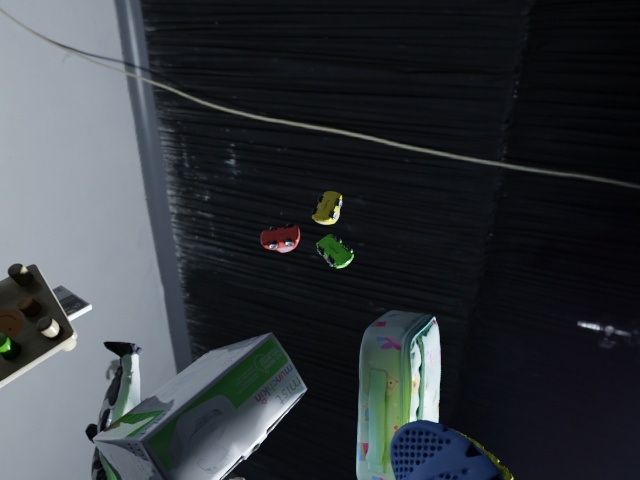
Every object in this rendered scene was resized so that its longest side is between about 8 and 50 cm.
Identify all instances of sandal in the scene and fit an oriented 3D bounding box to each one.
[{"bbox_3d":[0.157,0.315,0.483,0.138,0.317,0.126,30,104,-34],"label":"sandal"}]

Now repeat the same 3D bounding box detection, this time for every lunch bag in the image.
[{"bbox_3d":[0.138,0.272,0.811,0.224,0.108,0.279,-7,98,-67],"label":"lunch bag"}]

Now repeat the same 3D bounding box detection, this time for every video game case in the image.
[{"bbox_3d":[-0.865,0.225,1.504,0.190,0.173,0.022,-35,137,-46],"label":"video game case"}]

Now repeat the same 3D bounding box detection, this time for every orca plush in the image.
[{"bbox_3d":[-0.408,0.336,0.895,0.151,0.102,0.287,67,9,-68],"label":"orca plush"}]

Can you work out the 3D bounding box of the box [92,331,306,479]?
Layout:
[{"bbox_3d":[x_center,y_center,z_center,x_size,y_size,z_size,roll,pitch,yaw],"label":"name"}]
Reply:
[{"bbox_3d":[-0.194,0.289,0.779,0.262,0.231,0.126,-34,95,-42],"label":"box"}]

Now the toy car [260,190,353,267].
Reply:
[{"bbox_3d":[0.000,0.000,1.150,0.239,0.225,0.053,-34,141,-13],"label":"toy car"}]

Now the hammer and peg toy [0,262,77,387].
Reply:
[{"bbox_3d":[-0.772,0.227,1.063,0.361,0.266,0.127,-34,151,-21],"label":"hammer and peg toy"}]

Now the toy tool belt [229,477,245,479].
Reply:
[{"bbox_3d":[-0.242,0.762,1.455,0.051,0.083,0.052,72,28,-46],"label":"toy tool belt"}]
